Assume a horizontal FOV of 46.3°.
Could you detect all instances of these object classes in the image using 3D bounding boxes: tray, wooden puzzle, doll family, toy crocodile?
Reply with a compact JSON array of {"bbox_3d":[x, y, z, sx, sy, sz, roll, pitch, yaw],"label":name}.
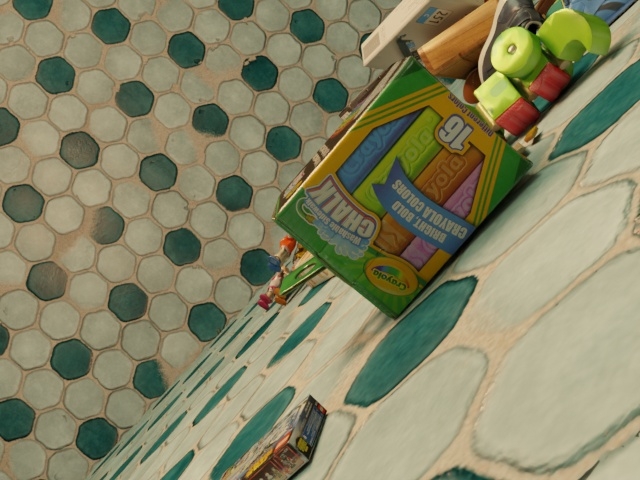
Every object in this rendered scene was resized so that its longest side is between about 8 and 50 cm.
[{"bbox_3d":[0.379,-0.453,1.724,0.202,0.076,0.411,-30,-2,25],"label":"tray"},{"bbox_3d":[0.231,-0.094,0.939,0.116,0.014,0.078,-45,0,21],"label":"wooden puzzle"},{"bbox_3d":[-0.061,0.075,1.899,0.163,0.118,0.263,-57,-8,-40],"label":"doll family"},{"bbox_3d":[0.254,-0.186,1.048,0.115,0.105,0.340,12,-47,-43],"label":"toy crocodile"}]

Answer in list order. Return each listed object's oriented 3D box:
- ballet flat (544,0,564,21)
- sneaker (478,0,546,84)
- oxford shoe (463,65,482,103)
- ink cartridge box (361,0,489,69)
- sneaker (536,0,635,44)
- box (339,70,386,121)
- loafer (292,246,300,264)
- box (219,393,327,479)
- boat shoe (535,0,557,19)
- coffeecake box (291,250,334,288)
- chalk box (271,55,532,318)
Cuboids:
[{"bbox_3d":[0.473,-0.416,1.286,0.077,0.077,0.231,-25,-4,-13],"label":"ballet flat"},{"bbox_3d":[0.371,-0.340,1.423,0.163,0.086,0.226,-103,11,-46],"label":"sneaker"},{"bbox_3d":[0.372,-0.352,1.705,0.076,0.076,0.212,-62,6,-16],"label":"oxford shoe"},{"bbox_3d":[0.274,-0.474,1.692,0.261,0.066,0.296,1,-17,-26],"label":"ink cartridge box"},{"bbox_3d":[0.431,-0.374,1.164,0.209,0.082,0.069,-43,3,24],"label":"sneaker"},{"bbox_3d":[0.182,-0.282,1.822,0.183,0.231,0.056,-49,8,-33],"label":"box"},{"bbox_3d":[0.000,0.000,2.210,0.223,0.076,0.078,-54,-31,-15],"label":"loafer"},{"bbox_3d":[-0.055,0.215,0.706,0.137,0.027,0.094,-45,2,19],"label":"box"},{"bbox_3d":[0.483,-0.465,1.495,0.095,0.095,0.257,-36,0,-32],"label":"boat shoe"},{"bbox_3d":[0.026,0.018,1.612,0.142,0.068,0.185,-49,4,-20],"label":"coffeecake box"},{"bbox_3d":[0.063,-0.039,0.863,0.289,0.179,0.180,-50,7,8],"label":"chalk box"}]
